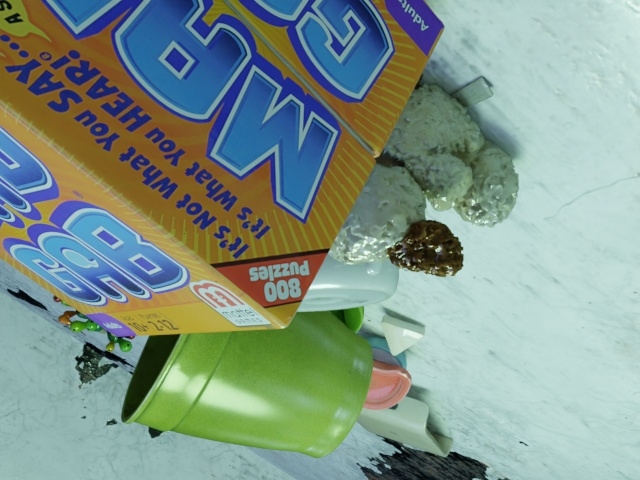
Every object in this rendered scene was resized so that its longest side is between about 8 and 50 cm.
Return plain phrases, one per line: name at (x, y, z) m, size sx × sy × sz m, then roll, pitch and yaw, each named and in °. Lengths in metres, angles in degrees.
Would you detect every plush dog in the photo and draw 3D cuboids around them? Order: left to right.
plush dog at (0.075, -0.070, 0.786) m, size 0.262 × 0.225 × 0.211 m, roll 14°, pitch 150°, yaw 26°

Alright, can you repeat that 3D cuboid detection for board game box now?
board game box at (-0.174, -0.155, 0.662) m, size 0.356 × 0.356 × 0.356 m, roll 41°, pitch 151°, yaw -25°

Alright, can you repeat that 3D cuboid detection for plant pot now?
plant pot at (-0.110, 0.215, 1.233) m, size 0.352 × 0.367 × 0.366 m, roll 28°, pitch 154°, yaw -15°

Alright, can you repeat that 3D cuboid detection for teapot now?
teapot at (0.000, 0.000, 1.041) m, size 0.255 × 0.187 × 0.252 m, roll -4°, pitch 166°, yaw 6°

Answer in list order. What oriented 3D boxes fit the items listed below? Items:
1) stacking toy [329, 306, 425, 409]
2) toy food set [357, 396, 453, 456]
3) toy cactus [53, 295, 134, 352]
stacking toy at (0.063, 0.187, 1.427) m, size 0.308 × 0.130 × 0.280 m, roll 26°, pitch 127°, yaw 0°
toy food set at (0.197, 0.434, 1.709) m, size 0.219 × 0.093 × 0.306 m, roll 11°, pitch 156°, yaw 29°
toy cactus at (-0.546, 0.196, 1.714) m, size 0.218 × 0.112 × 0.180 m, roll 26°, pitch 172°, yaw 2°
